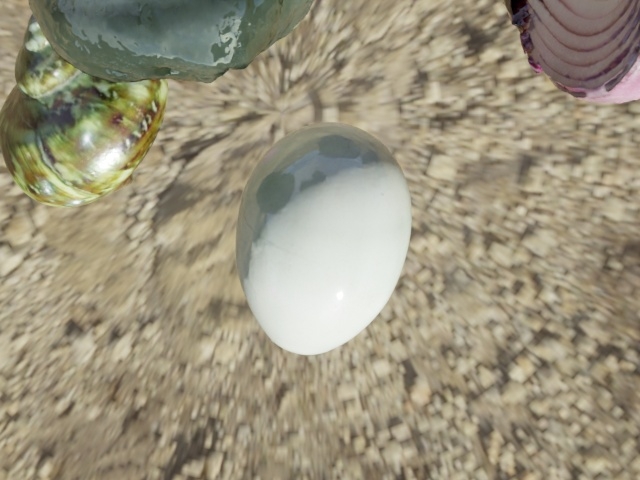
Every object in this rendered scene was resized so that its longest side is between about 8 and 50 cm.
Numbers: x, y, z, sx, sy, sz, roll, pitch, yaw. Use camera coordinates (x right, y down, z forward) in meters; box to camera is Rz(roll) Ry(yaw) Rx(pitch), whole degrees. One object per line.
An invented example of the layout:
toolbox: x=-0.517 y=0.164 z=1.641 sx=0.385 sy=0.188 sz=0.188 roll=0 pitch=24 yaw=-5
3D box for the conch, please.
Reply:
conch: x=-0.199 y=-0.112 z=1.607 sx=0.124 sy=0.187 sz=0.181 roll=0 pitch=125 yaw=-21

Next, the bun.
bun: x=-0.097 y=-0.184 z=1.407 sx=0.212 sy=0.204 sz=0.126 roll=-1 pitch=135 yaw=15

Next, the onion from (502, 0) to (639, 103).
onion: x=0.253 y=-0.221 z=1.634 sx=0.120 sy=0.283 sz=0.227 roll=11 pitch=90 yaw=-25

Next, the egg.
egg: x=0.000 y=0.000 z=1.708 sx=0.151 sy=0.151 sz=0.209 roll=13 pitch=108 yaw=-2
